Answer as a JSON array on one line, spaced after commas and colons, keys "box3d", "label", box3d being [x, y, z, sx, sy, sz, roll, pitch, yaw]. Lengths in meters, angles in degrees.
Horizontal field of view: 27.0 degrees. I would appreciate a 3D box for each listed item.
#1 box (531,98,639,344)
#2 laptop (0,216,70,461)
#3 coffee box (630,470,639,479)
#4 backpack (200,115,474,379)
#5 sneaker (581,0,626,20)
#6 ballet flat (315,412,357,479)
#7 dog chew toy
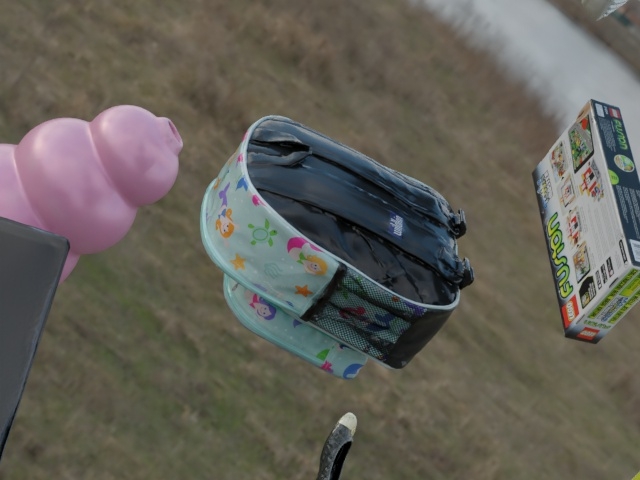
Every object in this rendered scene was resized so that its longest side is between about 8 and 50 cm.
[{"box3d": [0.254, -0.020, 1.243, 0.036, 0.114, 0.207, 13, 48, -19], "label": "box"}, {"box3d": [-0.497, 0.155, 1.290, 0.382, 0.408, 0.236, 19, 39, -12], "label": "laptop"}, {"box3d": [0.393, 0.299, 0.869, 0.335, 0.338, 0.337, 6, 58, -9], "label": "coffee box"}, {"box3d": [0.000, 0.000, 1.353, 0.254, 0.191, 0.225, 32, 31, -18], "label": "backpack"}, {"box3d": [0.385, -0.426, 1.635, 0.150, 0.135, 0.366, 50, -27, 16], "label": "sneaker"}, {"box3d": [0.022, 0.327, 1.877, 0.049, 0.173, 0.057, 12, -15, 28], "label": "ballet flat"}, {"box3d": [-0.326, -0.058, 1.681, 0.206, 0.332, 0.206, 61, 8, -14], "label": "dog chew toy"}]
